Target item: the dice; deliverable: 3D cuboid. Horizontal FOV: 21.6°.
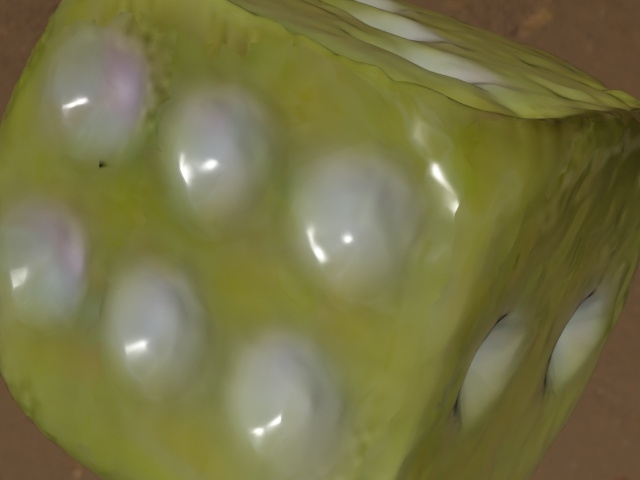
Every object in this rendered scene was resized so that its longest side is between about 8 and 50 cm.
[{"bbox_3d":[0.000,0.000,0.773,0.238,0.233,0.226,29,105,26],"label":"dice"}]
